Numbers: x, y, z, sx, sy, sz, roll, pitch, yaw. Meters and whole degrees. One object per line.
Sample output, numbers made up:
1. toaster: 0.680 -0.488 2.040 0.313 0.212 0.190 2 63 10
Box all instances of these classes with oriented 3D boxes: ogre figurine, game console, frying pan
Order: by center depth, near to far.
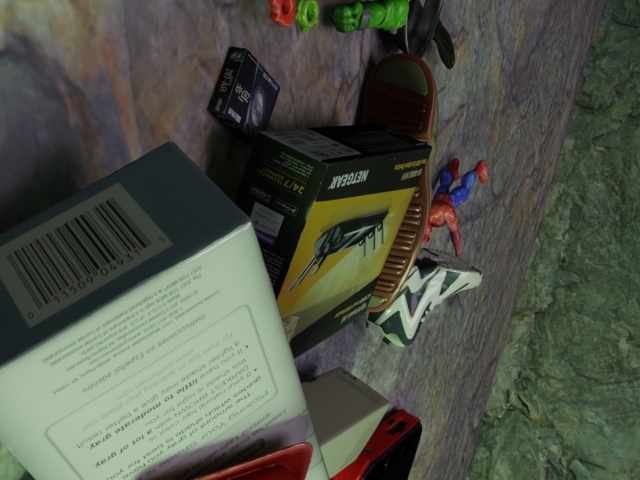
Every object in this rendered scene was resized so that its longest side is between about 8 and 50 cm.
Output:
1. ogre figurine: 0.082 -0.322 0.879 0.118 0.097 0.196 16 77 -55
2. frying pan: 0.159 -0.354 1.089 0.326 0.053 0.197 -26 129 -68
3. game console: 0.077 0.509 1.410 0.387 0.060 0.341 -4 112 -65

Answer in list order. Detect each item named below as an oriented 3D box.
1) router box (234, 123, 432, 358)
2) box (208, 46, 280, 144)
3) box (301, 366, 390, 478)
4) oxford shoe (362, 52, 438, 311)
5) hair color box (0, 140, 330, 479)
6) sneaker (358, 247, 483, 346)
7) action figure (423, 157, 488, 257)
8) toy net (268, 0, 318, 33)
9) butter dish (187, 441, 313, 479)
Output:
1. router box: 0.000 0.000 0.832 0.309 0.081 0.242 -21 135 -62
2. box: -0.072 -0.137 0.731 0.083 0.018 0.067 39 67 -65
3. box: -0.017 0.246 0.950 0.113 0.094 0.275 -60 159 11
4. oxford shoe: 0.108 -0.073 1.051 0.130 0.123 0.347 -7 111 -71
5. hair color box: -0.116 0.131 0.583 0.185 0.113 0.374 -32 139 -18
6. sneaker: 0.154 0.099 1.231 0.235 0.094 0.152 -1 117 -43
7. action figure: 0.232 -0.041 1.378 0.280 0.092 0.138 -41 130 -54
8. toy net: -0.058 -0.263 0.664 0.232 0.045 0.122 -1 106 -64
9. butter dish: -0.060 0.249 0.551 0.160 0.118 0.160 -7 128 -38
